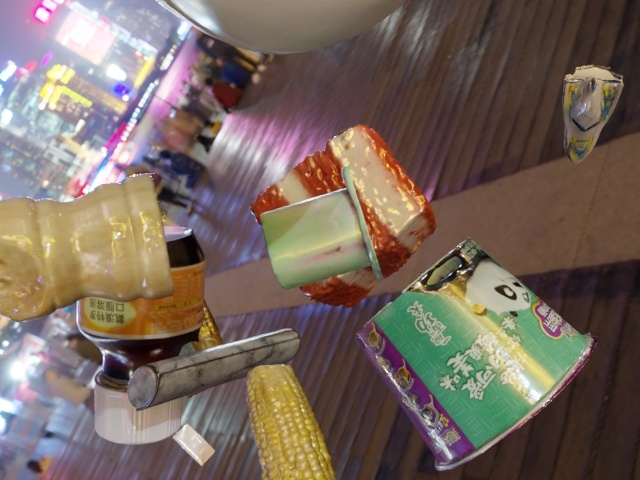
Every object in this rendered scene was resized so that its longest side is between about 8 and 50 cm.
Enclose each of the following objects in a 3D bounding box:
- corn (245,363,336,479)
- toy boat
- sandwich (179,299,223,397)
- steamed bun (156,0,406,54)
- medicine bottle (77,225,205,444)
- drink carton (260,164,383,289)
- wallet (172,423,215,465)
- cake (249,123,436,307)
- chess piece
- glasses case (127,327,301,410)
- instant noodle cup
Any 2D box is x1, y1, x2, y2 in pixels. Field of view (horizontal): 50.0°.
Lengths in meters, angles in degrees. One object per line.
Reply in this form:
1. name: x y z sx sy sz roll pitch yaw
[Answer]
1. corn: -0.024 0.260 0.735 0.086 0.087 0.288 -49 45 31
2. toy boat: 0.427 -0.196 1.104 0.210 0.085 0.066 75 -158 -51
3. sandwich: -0.321 0.236 1.659 0.226 0.087 0.251 -43 68 52
4. steamed bun: -0.044 -0.336 0.526 0.334 0.373 0.334 -20 24 9
5. medicine bottle: -0.336 0.180 1.312 0.242 0.243 0.394 -156 64 -72
6. drink carton: 0.000 0.000 0.963 0.146 0.142 0.144 68 -175 -65
7. wallet: -0.253 0.408 1.374 0.044 0.083 0.011 -40 -10 -45
8. cake: 0.068 -0.044 1.498 0.320 0.269 0.270 -37 -19 9
9. chess piece: -0.305 0.017 0.688 0.137 0.301 0.137 171 90 -70
10. glasses case: -0.172 0.213 1.167 0.114 0.299 0.060 -45 65 40
11. instant noodle cup: 0.174 0.126 0.844 0.251 0.190 0.251 -40 -10 -8
